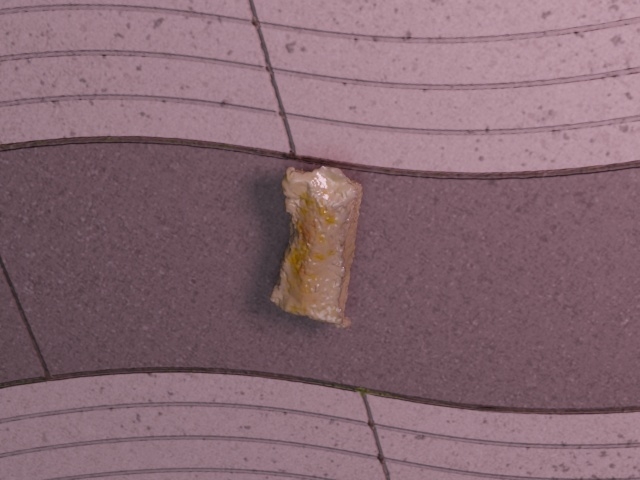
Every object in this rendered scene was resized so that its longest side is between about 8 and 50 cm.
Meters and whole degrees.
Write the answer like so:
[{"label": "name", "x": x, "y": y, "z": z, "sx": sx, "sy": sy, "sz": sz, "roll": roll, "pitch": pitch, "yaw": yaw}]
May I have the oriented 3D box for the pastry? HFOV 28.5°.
[{"label": "pastry", "x": -0.006, "y": 0.001, "z": 1.774, "sx": 0.121, "sy": 0.089, "sz": 0.258, "roll": 5, "pitch": 118, "yaw": 3}]
